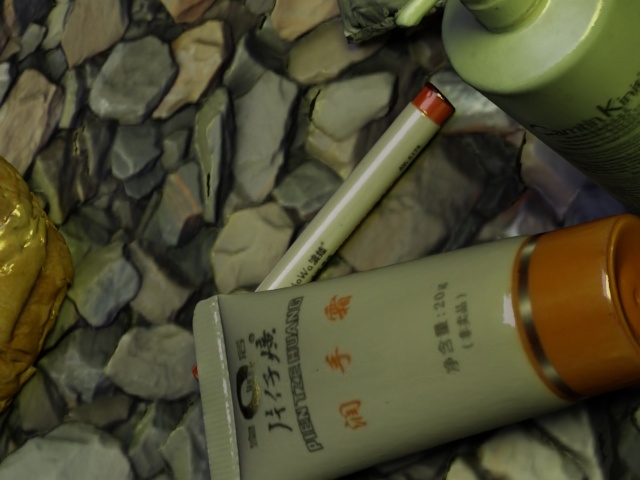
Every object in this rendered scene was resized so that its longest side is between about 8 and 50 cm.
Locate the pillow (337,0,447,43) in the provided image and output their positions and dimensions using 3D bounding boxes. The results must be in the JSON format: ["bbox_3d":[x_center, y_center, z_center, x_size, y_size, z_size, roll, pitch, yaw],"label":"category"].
[{"bbox_3d":[0.065,-0.191,0.849,0.229,0.051,0.128,-178,95,-69],"label":"pillow"}]

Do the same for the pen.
[{"bbox_3d":[0.000,0.000,0.893,0.239,0.028,0.028,-51,49,9],"label":"pen"}]

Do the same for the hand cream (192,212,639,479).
[{"bbox_3d":[0.046,0.061,0.798,0.314,0.089,0.139,-23,70,38],"label":"hand cream"}]

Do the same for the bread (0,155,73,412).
[{"bbox_3d":[-0.290,0.040,1.043,0.198,0.120,0.236,32,91,41],"label":"bread"}]

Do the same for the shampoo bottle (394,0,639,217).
[{"bbox_3d":[0.132,-0.077,0.664,0.085,0.262,0.085,-16,63,33],"label":"shampoo bottle"}]
